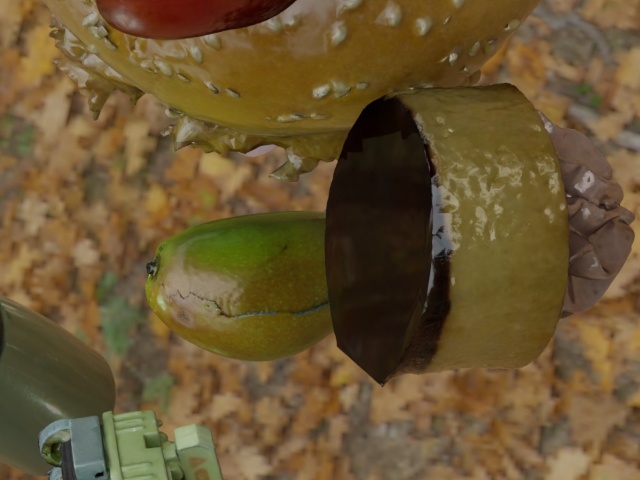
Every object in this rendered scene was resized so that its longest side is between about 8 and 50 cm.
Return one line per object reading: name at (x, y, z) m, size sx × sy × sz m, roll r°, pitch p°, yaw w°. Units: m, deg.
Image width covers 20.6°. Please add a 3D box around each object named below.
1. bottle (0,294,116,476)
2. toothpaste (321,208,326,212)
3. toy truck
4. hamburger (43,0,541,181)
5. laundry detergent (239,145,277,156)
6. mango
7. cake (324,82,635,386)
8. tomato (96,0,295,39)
bottle at (-0.373, 0.135, 1.923) m, size 0.168 × 0.347 × 0.168 m, roll -11°, pitch 62°, yaw 22°
toothpaste at (0.000, 0.000, 1.728) m, size 0.194 × 0.043 × 0.067 m, roll -35°, pitch 46°, yaw 0°
toy truck at (-0.094, 0.165, 0.971) m, size 0.077 × 0.100 × 0.169 m, roll -108°, pitch 9°, yaw -53°
hamburger at (-0.046, -0.189, 1.264) m, size 0.268 × 0.445 × 0.287 m, roll -80°, pitch 6°, yaw -75°
laundry detergent at (-0.143, -0.236, 2.073) m, size 0.159 × 0.335 × 0.088 m, roll -39°, pitch 39°, yaw 11°
mango at (-0.032, 0.038, 1.477) m, size 0.111 × 0.233 × 0.125 m, roll -3°, pitch 88°, yaw 62°
cake at (0.114, -0.004, 1.154) m, size 0.185 × 0.178 × 0.208 m, roll -109°, pitch 32°, yaw -42°
tomato at (-0.037, -0.184, 0.933) m, size 0.082 × 0.166 × 0.174 m, roll 28°, pitch 115°, yaw 23°
